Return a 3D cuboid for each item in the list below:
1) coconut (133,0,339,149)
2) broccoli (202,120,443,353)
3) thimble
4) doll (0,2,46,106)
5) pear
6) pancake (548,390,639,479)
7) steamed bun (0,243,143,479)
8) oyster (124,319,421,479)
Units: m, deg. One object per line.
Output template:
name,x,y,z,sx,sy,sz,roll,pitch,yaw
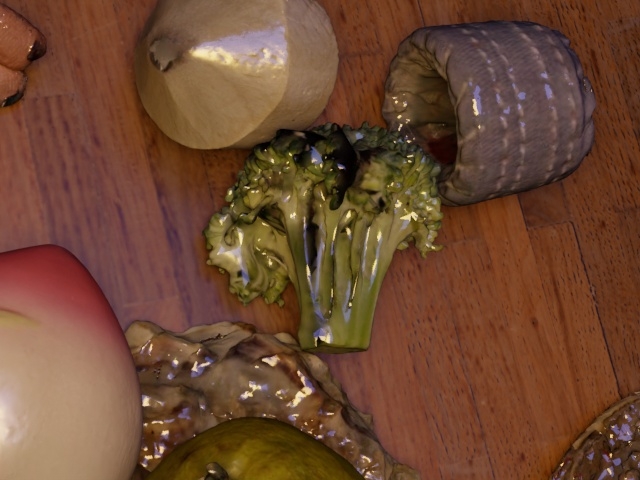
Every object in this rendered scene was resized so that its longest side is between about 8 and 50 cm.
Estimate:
coconut,-0.097,-0.194,1.273,0.222,0.202,0.202,-6,74,-61
broccoli,0.000,0.000,1.248,0.263,0.247,0.243,-3,70,2
thimble,0.186,-0.141,1.340,0.172,0.236,0.205,-9,74,-20
doll,-0.444,-0.250,1.251,0.303,0.156,0.201,24,111,-30
pear,-0.066,0.294,1.032,0.287,0.375,0.287,-2,49,3
pancake,0.419,0.352,1.372,0.382,0.071,0.382,3,77,-15
steamed bun,-0.299,0.136,1.099,0.309,0.309,0.309,4,76,-15
oyster,-0.051,0.178,1.238,0.355,0.107,0.201,23,48,-10
